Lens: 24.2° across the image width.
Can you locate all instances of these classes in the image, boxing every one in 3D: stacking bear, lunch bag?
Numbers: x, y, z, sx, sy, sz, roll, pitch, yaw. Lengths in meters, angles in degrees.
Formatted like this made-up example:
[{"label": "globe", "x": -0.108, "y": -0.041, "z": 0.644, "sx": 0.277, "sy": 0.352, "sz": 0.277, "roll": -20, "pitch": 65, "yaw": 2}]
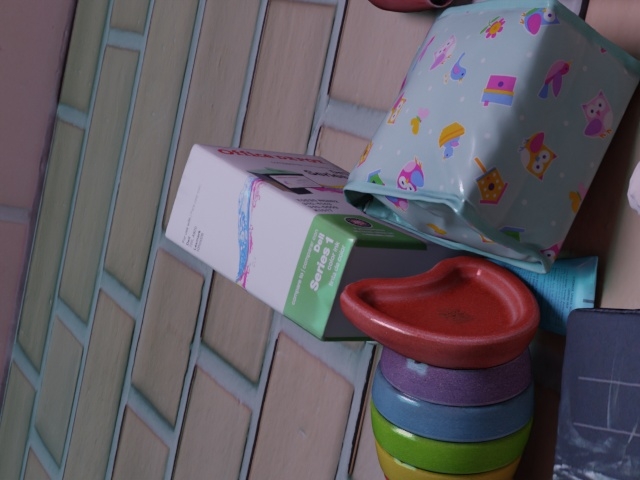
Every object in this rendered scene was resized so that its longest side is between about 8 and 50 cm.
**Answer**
[{"label": "stacking bear", "x": 0.118, "y": 0.186, "z": 1.415, "sx": 0.164, "sy": 0.175, "sz": 0.289, "roll": 34, "pitch": 129, "yaw": 50}, {"label": "lunch bag", "x": 0.145, "y": -0.106, "z": 1.419, "sx": 0.262, "sy": 0.160, "sz": 0.223, "roll": 14, "pitch": 77, "yaw": 61}]

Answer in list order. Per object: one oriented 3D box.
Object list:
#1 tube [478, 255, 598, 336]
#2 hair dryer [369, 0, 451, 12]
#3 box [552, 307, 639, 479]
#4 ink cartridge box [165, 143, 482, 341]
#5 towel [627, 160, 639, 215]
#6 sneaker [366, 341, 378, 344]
[{"label": "tube", "x": 0.196, "y": 0.049, "z": 1.448, "sx": 0.207, "sy": 0.052, "sz": 0.080, "roll": 7, "pitch": 96, "yaw": 60}, {"label": "hair dryer", "x": 0.081, "y": -0.367, "z": 1.721, "sx": 0.223, "sy": 0.080, "sz": 0.293, "roll": 95, "pitch": 156, "yaw": -57}, {"label": "box", "x": 0.347, "y": 0.282, "z": 0.748, "sx": 0.480, "sy": 0.297, "sz": 0.471, "roll": 177, "pitch": 99, "yaw": -65}, {"label": "ink cartridge box", "x": 0.000, "y": 0.000, "z": 1.599, "sx": 0.278, "sy": 0.201, "sz": 0.117, "roll": 31, "pitch": 110, "yaw": 42}, {"label": "towel", "x": 0.377, "y": -0.111, "z": 0.923, "sx": 0.317, "sy": 0.053, "sz": 0.332, "roll": -52, "pitch": 24, "yaw": -5}, {"label": "sneaker", "x": 0.057, "y": 0.044, "z": 1.731, "sx": 0.054, "sy": 0.061, "sz": 0.152, "roll": -4, "pitch": 80, "yaw": 63}]
